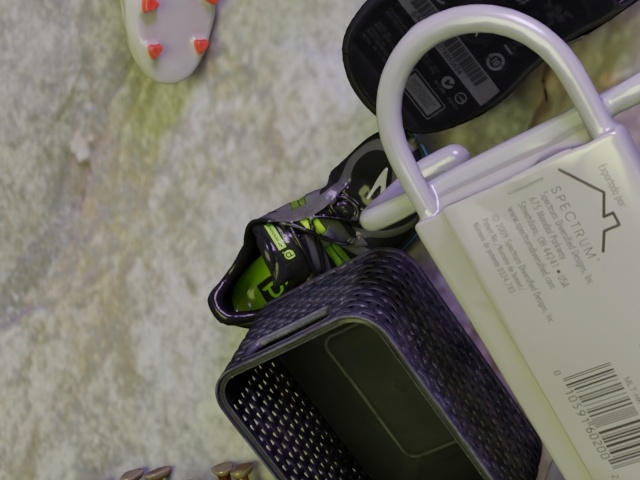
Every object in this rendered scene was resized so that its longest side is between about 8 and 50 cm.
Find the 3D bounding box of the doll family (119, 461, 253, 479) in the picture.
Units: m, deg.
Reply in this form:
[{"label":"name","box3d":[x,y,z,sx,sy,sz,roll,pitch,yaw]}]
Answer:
[{"label":"doll family","box3d":[-0.115,0.229,0.852,0.193,0.076,0.111,-8,98,34]}]

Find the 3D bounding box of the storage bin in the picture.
[{"label":"storage bin","box3d":[0.039,0.110,0.708,0.122,0.084,0.180,-28,105,29]}]

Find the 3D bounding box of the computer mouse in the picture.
[{"label":"computer mouse","box3d":[0.151,-0.130,0.663,0.184,0.060,0.262,45,121,-10]}]

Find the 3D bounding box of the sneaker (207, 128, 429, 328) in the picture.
[{"label":"sneaker","box3d":[0.000,0.000,0.748,0.188,0.078,0.067,-42,74,26]}]

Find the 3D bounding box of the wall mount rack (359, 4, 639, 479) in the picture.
[{"label":"wall mount rack","box3d":[0.198,0.005,0.601,0.304,0.130,0.350,-26,98,32]}]

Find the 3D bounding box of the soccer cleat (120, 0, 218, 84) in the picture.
[{"label":"soccer cleat","box3d":[-0.114,-0.205,0.792,0.076,0.068,0.196,16,114,55]}]
